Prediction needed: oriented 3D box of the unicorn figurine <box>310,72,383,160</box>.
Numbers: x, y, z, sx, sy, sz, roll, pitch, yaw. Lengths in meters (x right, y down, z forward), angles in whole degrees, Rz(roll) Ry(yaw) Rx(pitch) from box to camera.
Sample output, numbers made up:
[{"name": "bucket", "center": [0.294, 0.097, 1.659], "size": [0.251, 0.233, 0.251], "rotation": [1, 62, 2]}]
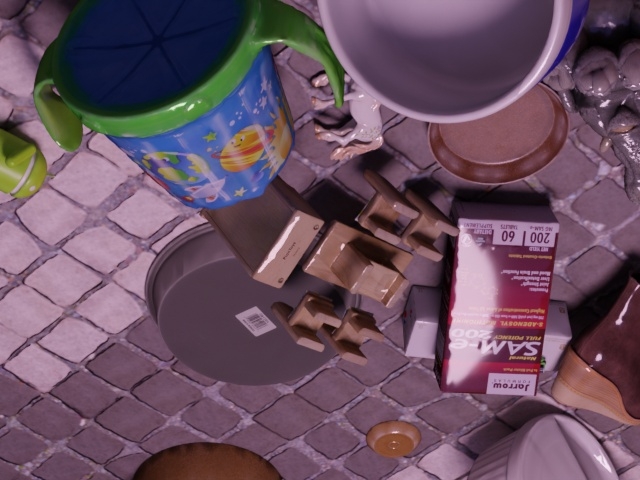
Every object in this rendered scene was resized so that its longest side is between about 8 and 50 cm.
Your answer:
[{"name": "unicorn figurine", "center": [0.045, -0.160, 1.658], "size": [0.111, 0.060, 0.162], "rotation": [-4, 150, 2]}]

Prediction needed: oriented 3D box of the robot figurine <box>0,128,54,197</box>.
[{"name": "robot figurine", "center": [-0.377, -0.094, 1.699], "size": [0.115, 0.067, 0.101], "rotation": [29, 145, -27]}]

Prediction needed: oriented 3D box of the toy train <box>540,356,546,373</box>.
[{"name": "toy train", "center": [0.260, 0.167, 1.897], "size": [0.083, 0.024, 0.017], "rotation": [-1, 134, 1]}]

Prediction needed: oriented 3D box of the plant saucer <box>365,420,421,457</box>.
[{"name": "plant saucer", "center": [0.109, 0.301, 2.125], "size": [0.083, 0.015, 0.083], "rotation": [0, 134, 0]}]

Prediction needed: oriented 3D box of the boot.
[{"name": "boot", "center": [0.437, 0.146, 1.928], "size": [0.248, 0.090, 0.207], "rotation": [12, 118, -45]}]

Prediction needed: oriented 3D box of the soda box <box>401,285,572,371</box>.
[{"name": "soda box", "center": [0.223, 0.119, 1.915], "size": [0.216, 0.069, 0.074], "rotation": [6, 134, -8]}]

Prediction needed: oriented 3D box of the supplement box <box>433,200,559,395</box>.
[{"name": "supplement box", "center": [0.221, 0.075, 1.810], "size": [0.130, 0.073, 0.239], "rotation": [2, 111, -3]}]

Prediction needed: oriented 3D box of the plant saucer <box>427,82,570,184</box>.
[{"name": "plant saucer", "center": [0.211, -0.137, 1.695], "size": [0.168, 0.029, 0.168], "rotation": [0, 133, 0]}]

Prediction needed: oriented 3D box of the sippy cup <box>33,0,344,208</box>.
[{"name": "sippy cup", "center": [-0.138, -0.157, 1.551], "size": [0.305, 0.240, 0.224], "rotation": [27, 161, 35]}]

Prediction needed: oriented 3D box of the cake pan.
[{"name": "cake pan", "center": [-0.088, 0.091, 1.894], "size": [0.293, 0.054, 0.293], "rotation": [-1, 134, -1]}]

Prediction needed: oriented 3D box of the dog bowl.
[{"name": "dog bowl", "center": [0.134, -0.258, 1.437], "size": [0.265, 0.104, 0.265], "rotation": [11, 114, 25]}]

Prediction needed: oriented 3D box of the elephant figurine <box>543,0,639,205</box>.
[{"name": "elephant figurine", "center": [0.320, -0.182, 1.579], "size": [0.169, 0.186, 0.239], "rotation": [24, 169, 22]}]

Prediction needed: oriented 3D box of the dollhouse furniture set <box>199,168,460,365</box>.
[{"name": "dollhouse furniture set", "center": [0.000, 0.000, 1.742], "size": [0.242, 0.161, 0.212], "rotation": [23, 107, -39]}]

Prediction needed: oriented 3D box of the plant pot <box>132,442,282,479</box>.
[{"name": "plant pot", "center": [-0.171, 0.475, 2.126], "size": [0.237, 0.254, 0.237], "rotation": [-1, 135, -1]}]

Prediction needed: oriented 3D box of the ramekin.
[{"name": "ramekin", "center": [0.323, 0.394, 2.059], "size": [0.127, 0.273, 0.273], "rotation": [-27, 130, 38]}]
